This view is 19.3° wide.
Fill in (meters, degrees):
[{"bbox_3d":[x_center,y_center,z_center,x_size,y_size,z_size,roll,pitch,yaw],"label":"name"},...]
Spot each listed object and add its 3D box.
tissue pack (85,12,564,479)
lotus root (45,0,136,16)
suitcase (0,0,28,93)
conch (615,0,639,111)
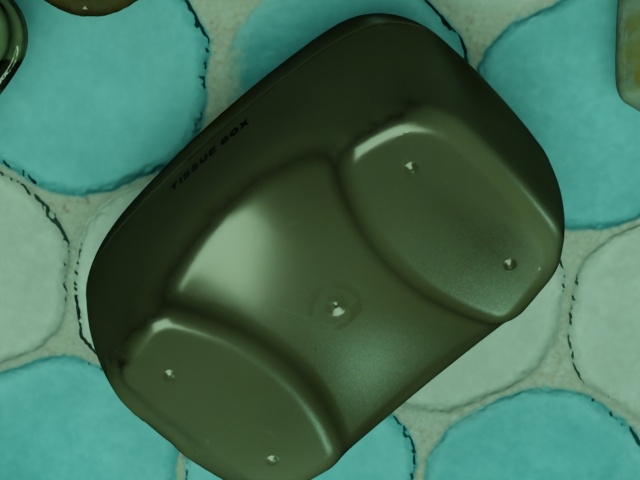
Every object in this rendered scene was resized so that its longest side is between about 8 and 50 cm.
[{"bbox_3d":[0.000,0.000,1.582,0.387,0.277,0.267,-41,113,15],"label":"tissue pack"},{"bbox_3d":[-0.176,-0.365,1.504,0.391,0.111,0.374,8,117,5],"label":"lotus root"},{"bbox_3d":[-0.457,-0.162,1.543,0.351,0.194,0.339,39,93,-8],"label":"suitcase"},{"bbox_3d":[0.316,-0.196,1.575,0.158,0.127,0.255,-13,110,6],"label":"conch"}]
